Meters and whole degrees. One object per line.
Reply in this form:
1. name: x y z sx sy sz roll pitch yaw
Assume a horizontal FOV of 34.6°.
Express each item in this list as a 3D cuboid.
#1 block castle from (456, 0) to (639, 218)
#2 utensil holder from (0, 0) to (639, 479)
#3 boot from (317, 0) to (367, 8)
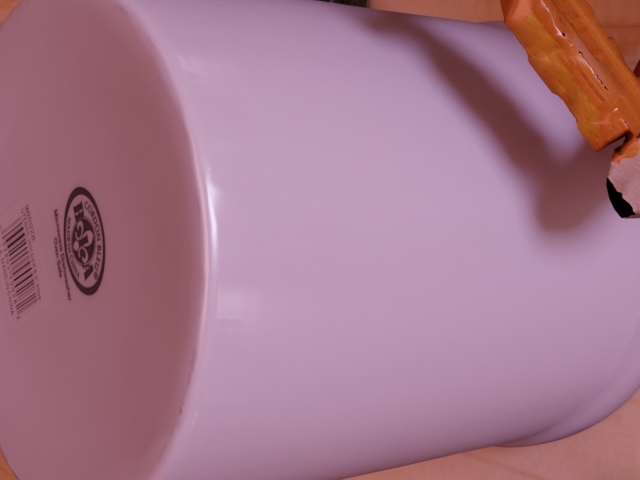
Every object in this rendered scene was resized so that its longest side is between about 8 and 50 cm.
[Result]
1. block castle: 0.171 -0.266 0.514 0.303 0.213 0.453 -35 95 37
2. utensil holder: 0.000 0.000 0.684 0.328 0.385 0.327 2 93 48
3. boot: -0.074 -0.246 0.995 0.269 0.089 0.236 -14 71 49
